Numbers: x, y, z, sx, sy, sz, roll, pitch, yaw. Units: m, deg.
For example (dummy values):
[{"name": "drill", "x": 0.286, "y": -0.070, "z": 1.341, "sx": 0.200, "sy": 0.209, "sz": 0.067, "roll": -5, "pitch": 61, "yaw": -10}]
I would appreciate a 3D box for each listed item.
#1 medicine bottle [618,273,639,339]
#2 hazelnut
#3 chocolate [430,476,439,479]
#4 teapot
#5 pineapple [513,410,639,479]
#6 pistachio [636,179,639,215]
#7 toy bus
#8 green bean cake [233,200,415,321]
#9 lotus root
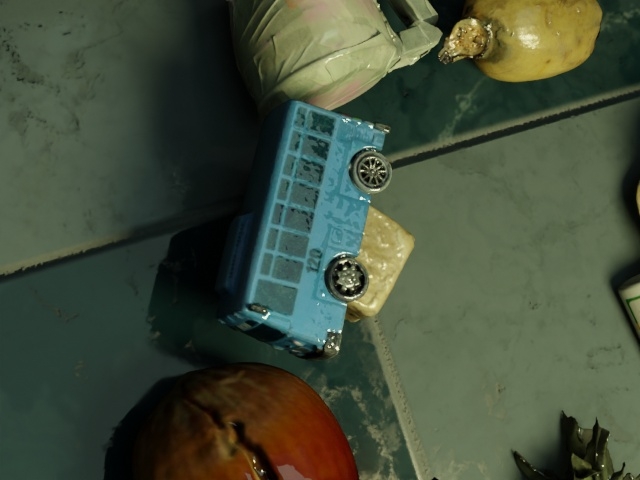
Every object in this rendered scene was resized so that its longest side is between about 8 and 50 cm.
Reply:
[{"name": "medicine bottle", "x": 0.437, "y": 0.138, "z": 1.526, "sx": 0.092, "sy": 0.061, "sz": 0.221, "roll": -26, "pitch": 92, "yaw": -43}, {"name": "hazelnut", "x": -0.076, "y": 0.223, "z": 1.240, "sx": 0.212, "sy": 0.181, "sz": 0.181, "roll": -28, "pitch": 114, "yaw": -14}, {"name": "chocolate", "x": 0.037, "y": 0.452, "z": 1.172, "sx": 0.331, "sy": 0.383, "sz": 0.384, "roll": -13, "pitch": 86, "yaw": -13}, {"name": "teapot", "x": 0.005, "y": -0.245, "z": 1.350, "sx": 0.221, "sy": 0.163, "sz": 0.178, "roll": -25, "pitch": 83, "yaw": 3}, {"name": "pineapple", "x": 0.353, "y": 0.365, "z": 1.414, "sx": 0.165, "sy": 0.165, "sz": 0.364, "roll": -40, "pitch": 88, "yaw": -23}, {"name": "pistachio", "x": 0.503, "y": 0.013, "z": 1.503, "sx": 0.187, "sy": 0.187, "sz": 0.299, "roll": -39, "pitch": 88, "yaw": -23}, {"name": "toy bus", "x": -0.021, "y": -0.008, "z": 1.247, "sx": 0.133, "sy": 0.116, "sz": 0.234, "roll": 17, "pitch": 77, "yaw": -16}, {"name": "green bean cake", "x": 0.000, "y": 0.000, "z": 1.359, "sx": 0.179, "sy": 0.085, "sz": 0.109, "roll": 31, "pitch": 74, "yaw": -14}, {"name": "lotus root", "x": 0.234, "y": -0.249, "z": 1.482, "sx": 0.220, "sy": 0.118, "sz": 0.125, "roll": -9, "pitch": 67, "yaw": -26}]
